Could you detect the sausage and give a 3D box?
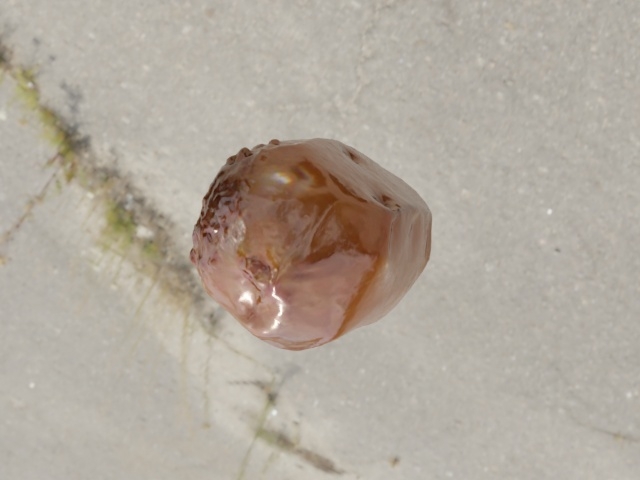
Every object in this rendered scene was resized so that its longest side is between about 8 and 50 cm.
[{"bbox_3d":[0.001,-0.001,0.866,0.153,0.141,0.268,41,-168,14],"label":"sausage"}]
